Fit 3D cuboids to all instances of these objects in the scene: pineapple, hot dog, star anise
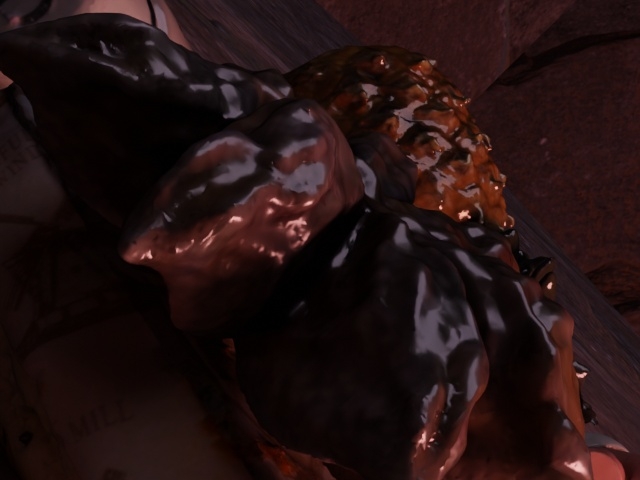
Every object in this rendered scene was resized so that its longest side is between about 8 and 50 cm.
[{"bbox_3d":[0.064,0.017,0.924,0.158,0.158,0.278,30,28,-57],"label":"pineapple"},{"bbox_3d":[-0.046,0.053,0.473,0.144,0.075,0.268,39,9,-49],"label":"hot dog"},{"bbox_3d":[0.009,0.011,0.442,0.197,0.073,0.212,46,11,12],"label":"star anise"}]

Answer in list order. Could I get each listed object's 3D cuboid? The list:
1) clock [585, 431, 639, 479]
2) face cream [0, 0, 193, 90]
[{"bbox_3d":[0.195,0.181,0.893,0.166,0.093,0.162,46,7,11],"label":"clock"},{"bbox_3d":[-0.092,-0.066,0.793,0.143,0.089,0.314,50,0,21],"label":"face cream"}]
